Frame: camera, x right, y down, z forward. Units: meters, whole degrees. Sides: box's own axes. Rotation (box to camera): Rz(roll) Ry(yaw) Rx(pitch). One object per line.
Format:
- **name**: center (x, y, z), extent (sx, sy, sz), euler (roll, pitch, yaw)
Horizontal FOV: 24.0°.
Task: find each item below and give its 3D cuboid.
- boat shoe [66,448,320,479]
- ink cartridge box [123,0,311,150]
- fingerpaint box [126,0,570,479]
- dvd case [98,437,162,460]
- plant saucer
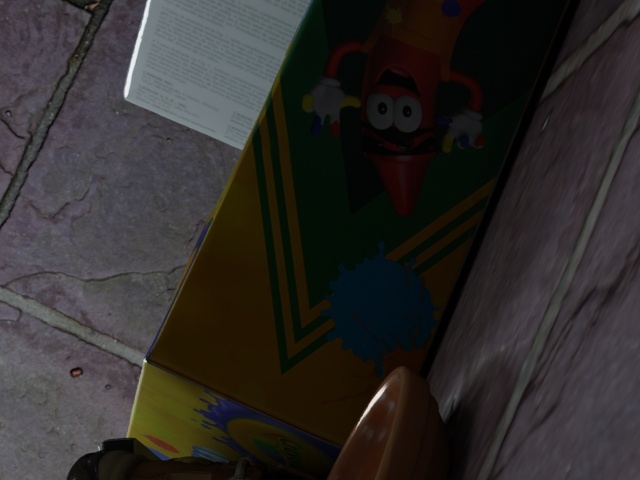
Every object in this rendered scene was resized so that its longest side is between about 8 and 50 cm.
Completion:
- **boat shoe**: center (-0.049, 0.186, 0.897), extent (0.324, 0.120, 0.123), euler (38, -130, -76)
- **ink cartridge box**: center (0.008, -0.205, 1.340), extent (0.385, 0.308, 0.091), euler (117, 176, -53)
- **fingerpaint box**: center (0.000, 0.000, 1.118), extent (0.445, 0.163, 0.371), euler (119, 174, -72)
- **dvd case**: center (-0.108, 0.244, 1.043), extent (0.239, 0.029, 0.179), euler (74, -171, -72)
- **plant saucer**: center (0.012, 0.156, 0.702), extent (0.200, 0.037, 0.200), euler (-155, 90, -87)
